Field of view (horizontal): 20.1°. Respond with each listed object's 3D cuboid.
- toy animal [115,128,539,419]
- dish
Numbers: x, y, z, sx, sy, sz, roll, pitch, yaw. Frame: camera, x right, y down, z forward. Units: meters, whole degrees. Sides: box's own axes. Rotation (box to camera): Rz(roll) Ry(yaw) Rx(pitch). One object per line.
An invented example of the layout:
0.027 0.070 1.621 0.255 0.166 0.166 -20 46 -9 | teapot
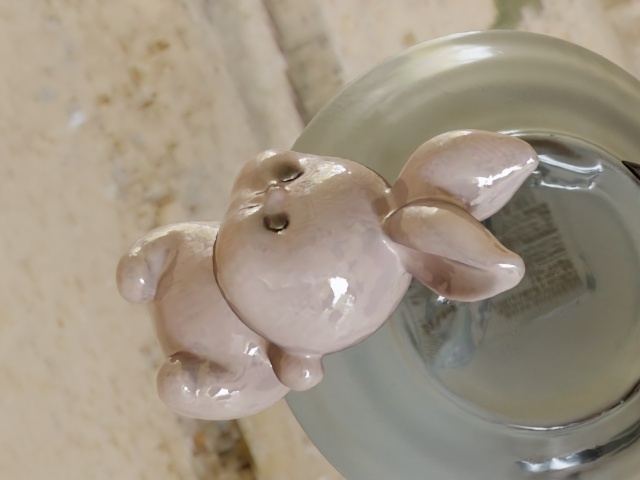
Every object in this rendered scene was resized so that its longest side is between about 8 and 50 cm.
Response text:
-0.002 0.000 0.849 0.124 0.212 0.124 25 47 -30 | toy animal
0.119 0.026 1.073 0.316 0.316 0.106 64 -7 -2 | dish
